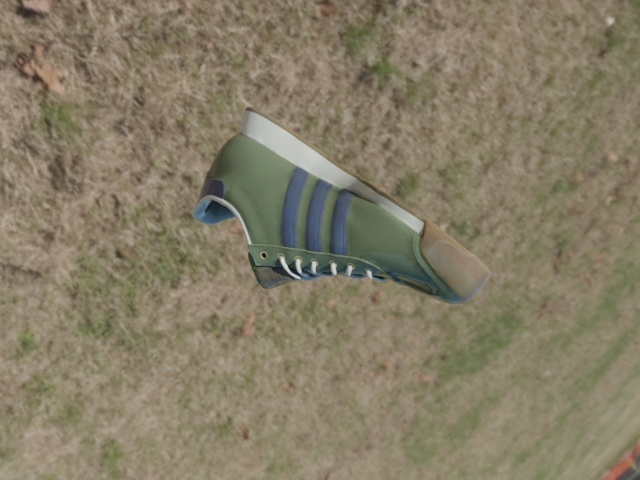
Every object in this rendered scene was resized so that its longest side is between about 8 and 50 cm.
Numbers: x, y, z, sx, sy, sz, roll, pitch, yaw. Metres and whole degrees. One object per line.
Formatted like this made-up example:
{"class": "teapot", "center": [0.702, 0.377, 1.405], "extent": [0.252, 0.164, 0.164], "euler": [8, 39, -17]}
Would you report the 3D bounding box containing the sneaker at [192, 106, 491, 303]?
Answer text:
{"class": "sneaker", "center": [0.000, 0.000, 0.438], "extent": [0.086, 0.192, 0.064], "euler": [-53, 152, -1]}
